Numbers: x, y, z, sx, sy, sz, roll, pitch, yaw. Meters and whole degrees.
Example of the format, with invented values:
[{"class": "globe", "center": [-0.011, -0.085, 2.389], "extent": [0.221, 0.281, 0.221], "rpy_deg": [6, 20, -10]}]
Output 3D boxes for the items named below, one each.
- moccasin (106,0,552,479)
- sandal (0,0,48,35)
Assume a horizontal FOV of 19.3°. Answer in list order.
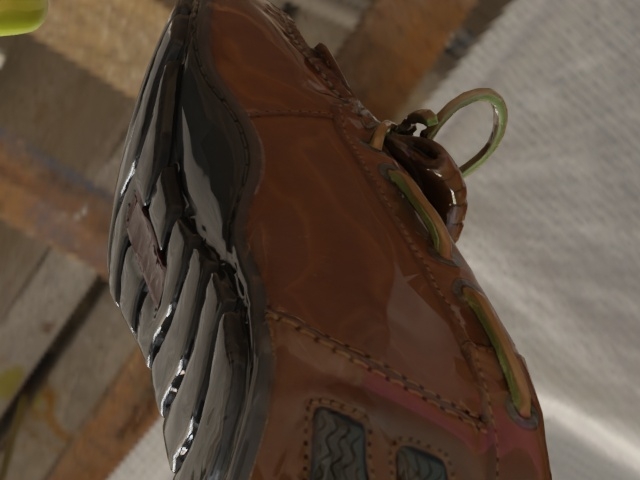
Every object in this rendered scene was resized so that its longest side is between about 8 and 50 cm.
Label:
[{"class": "moccasin", "center": [0.001, -0.003, 0.756], "extent": [0.147, 0.380, 0.139], "rpy_deg": [11, -71, -18]}, {"class": "sandal", "center": [-0.263, -0.138, 0.750], "extent": [0.317, 0.126, 0.138], "rpy_deg": [-11, -78, -40]}]
